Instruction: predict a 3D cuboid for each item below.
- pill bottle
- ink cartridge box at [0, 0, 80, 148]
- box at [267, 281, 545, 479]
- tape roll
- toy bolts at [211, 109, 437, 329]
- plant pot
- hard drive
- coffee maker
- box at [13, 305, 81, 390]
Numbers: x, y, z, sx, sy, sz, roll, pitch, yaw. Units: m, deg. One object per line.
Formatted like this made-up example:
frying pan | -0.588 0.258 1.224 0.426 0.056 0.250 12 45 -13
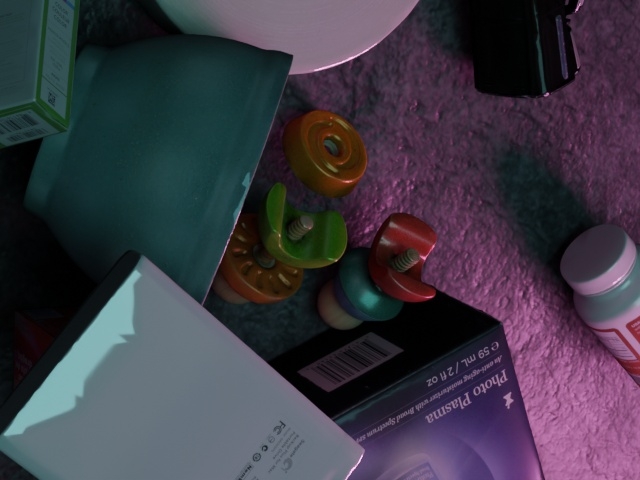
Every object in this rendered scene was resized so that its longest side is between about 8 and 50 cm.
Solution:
pill bottle | 0.384 0.082 2.123 0.121 0.121 0.216 -48 121 -10
ink cartridge box | -0.286 -0.192 1.623 0.062 0.109 0.209 43 41 -54
box | 0.080 0.254 1.964 0.296 0.183 0.294 -28 117 -20
tape roll | -0.035 -0.366 1.792 0.392 0.072 0.392 -8 108 -27
toy bolts | 0.000 0.000 1.906 0.228 0.158 0.218 29 48 -23
plant pot | -0.169 -0.078 1.696 0.196 0.293 0.293 21 93 -6
hard drive | -0.122 0.179 1.555 0.307 0.040 0.203 43 79 -29
coffee maker | 0.209 -0.251 1.936 0.171 0.120 0.178 -18 113 -23
box | -0.182 0.163 1.718 0.154 0.300 0.142 -4 103 -30
